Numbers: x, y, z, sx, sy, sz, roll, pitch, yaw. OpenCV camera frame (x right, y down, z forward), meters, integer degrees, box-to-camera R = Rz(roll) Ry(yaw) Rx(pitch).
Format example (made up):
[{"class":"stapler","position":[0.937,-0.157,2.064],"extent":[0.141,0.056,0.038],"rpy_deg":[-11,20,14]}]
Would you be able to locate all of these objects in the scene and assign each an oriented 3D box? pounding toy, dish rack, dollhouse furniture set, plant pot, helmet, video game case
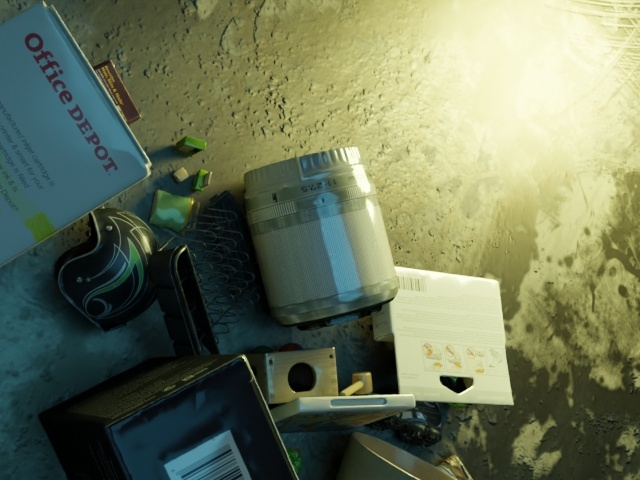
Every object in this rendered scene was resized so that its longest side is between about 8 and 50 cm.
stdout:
[{"class":"pounding toy","position":[-0.010,0.213,1.711],"extent":[0.206,0.181,0.094],"rpy_deg":[-2,84,-27]},{"class":"dish rack","position":[-0.164,0.052,1.638],"extent":[0.271,0.074,0.208],"rpy_deg":[-49,134,-51]},{"class":"dollhouse furniture set","position":[-0.224,-0.090,1.708],"extent":[0.076,0.058,0.151],"rpy_deg":[16,76,-24]},{"class":"plant pot","position":[0.105,0.498,1.721],"extent":[0.256,0.256,0.274],"rpy_deg":[27,89,-22]},{"class":"helmet","position":[-0.318,0.038,1.589],"extent":[0.161,0.169,0.169],"rpy_deg":[-45,105,-8]},{"class":"video game case","position":[0.009,0.284,1.688],"extent":[0.206,0.227,0.026],"rpy_deg":[3,71,-27]}]

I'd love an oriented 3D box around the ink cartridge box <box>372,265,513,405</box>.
[{"class":"ink cartridge box","position":[0.217,0.177,1.856],"extent":[0.275,0.060,0.238],"rpy_deg":[9,69,-34]}]

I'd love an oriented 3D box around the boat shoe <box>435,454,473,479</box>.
[{"class":"boat shoe","position":[0.279,0.472,1.892],"extent":[0.066,0.066,0.183],"rpy_deg":[-40,102,-27]}]

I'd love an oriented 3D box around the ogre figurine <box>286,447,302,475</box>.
[{"class":"ogre figurine","position":[-0.084,0.383,1.674],"extent":[0.197,0.097,0.118],"rpy_deg":[46,43,-49]}]

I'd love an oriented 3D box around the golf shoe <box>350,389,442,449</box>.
[{"class":"golf shoe","position":[0.131,0.294,1.844],"extent":[0.198,0.077,0.093],"rpy_deg":[30,54,-23]}]

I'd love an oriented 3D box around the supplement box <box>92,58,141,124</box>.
[{"class":"supplement box","position":[-0.391,-0.191,1.623],"extent":[0.188,0.081,0.104],"rpy_deg":[-32,99,-26]}]

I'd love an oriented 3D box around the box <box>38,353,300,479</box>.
[{"class":"box","position":[-0.209,0.337,1.474],"extent":[0.212,0.395,0.293],"rpy_deg":[-26,96,-28]}]

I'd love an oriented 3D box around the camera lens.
[{"class":"camera lens","position":[0.000,0.000,1.721],"extent":[0.219,0.219,0.274],"rpy_deg":[-14,90,-28]}]

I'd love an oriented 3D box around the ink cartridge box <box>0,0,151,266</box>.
[{"class":"ink cartridge box","position":[-0.468,-0.114,1.464],"extent":[0.385,0.160,0.279],"rpy_deg":[-31,98,-5]}]

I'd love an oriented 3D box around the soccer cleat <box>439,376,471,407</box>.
[{"class":"soccer cleat","position":[0.217,0.232,1.886],"extent":[0.060,0.072,0.179],"rpy_deg":[-46,104,-24]}]
